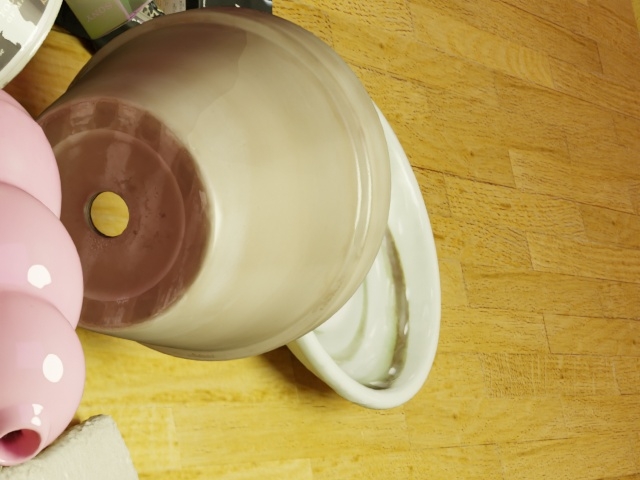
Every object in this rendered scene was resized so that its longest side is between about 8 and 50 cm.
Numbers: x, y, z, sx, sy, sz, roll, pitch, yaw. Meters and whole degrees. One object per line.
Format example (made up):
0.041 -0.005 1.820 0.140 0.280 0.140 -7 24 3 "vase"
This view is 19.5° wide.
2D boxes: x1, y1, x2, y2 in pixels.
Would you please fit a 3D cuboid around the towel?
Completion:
-0.192 0.306 1.628 0.187 0.049 0.282 -29 101 -63 "towel"

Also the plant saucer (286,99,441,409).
0.000 0.000 2.079 0.400 0.100 0.401 38 44 -49 "plant saucer"

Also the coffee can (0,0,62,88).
-0.360 -0.246 1.445 0.275 0.201 0.202 44 40 -44 "coffee can"

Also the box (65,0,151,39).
-0.238 -0.372 1.764 0.322 0.058 0.232 55 34 -11 "box"

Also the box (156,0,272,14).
-0.122 -0.280 2.027 0.147 0.077 0.180 34 47 -52 "box"

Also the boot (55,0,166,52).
-0.201 -0.272 1.874 0.236 0.085 0.179 35 44 -49 "boot"

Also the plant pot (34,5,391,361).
-0.130 -0.036 1.584 0.280 0.323 0.323 -23 96 -70 "plant pot"

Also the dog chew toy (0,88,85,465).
-0.264 0.026 1.330 0.206 0.206 0.332 37 18 -49 "dog chew toy"
